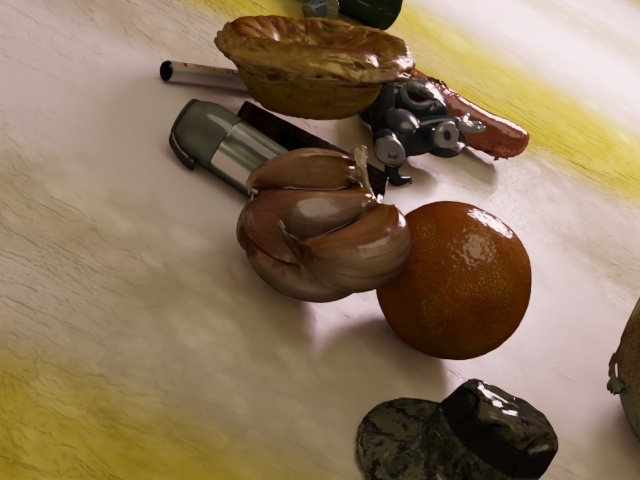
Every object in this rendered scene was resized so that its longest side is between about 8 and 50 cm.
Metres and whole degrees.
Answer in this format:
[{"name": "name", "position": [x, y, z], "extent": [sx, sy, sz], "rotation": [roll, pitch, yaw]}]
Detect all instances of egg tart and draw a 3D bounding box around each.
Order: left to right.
[{"name": "egg tart", "position": [-0.012, -0.238, 1.960], "extent": [0.294, 0.116, 0.295], "rotation": [8, 18, -3]}]

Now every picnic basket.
[{"name": "picnic basket", "position": [0.008, -0.396, 2.382], "extent": [0.083, 0.065, 0.083], "rotation": [-29, 53, -35]}]

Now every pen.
[{"name": "pen", "position": [-0.118, -0.232, 2.021], "extent": [0.269, 0.033, 0.033], "rotation": [2, 40, -42]}]

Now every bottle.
[{"name": "bottle", "position": [-0.077, -0.084, 1.788], "extent": [0.253, 0.079, 0.096], "rotation": [35, 67, 2]}]

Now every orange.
[{"name": "orange", "position": [0.160, 0.045, 1.695], "extent": [0.206, 0.206, 0.206], "rotation": [24, 29, -14]}]

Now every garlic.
[{"name": "garlic", "position": [0.000, 0.000, 1.639], "extent": [0.191, 0.160, 0.214], "rotation": [-15, 51, -22]}]

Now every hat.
[{"name": "hat", "position": [0.175, 0.222, 1.497], "extent": [0.265, 0.128, 0.265], "rotation": [27, 26, -14]}]

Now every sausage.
[{"name": "sausage", "position": [0.186, -0.223, 2.262], "extent": [0.326, 0.079, 0.087], "rotation": [31, 39, 1]}]

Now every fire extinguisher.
[{"name": "fire extinguisher", "position": [-0.010, -0.466, 2.442], "extent": [0.311, 0.095, 0.114], "rotation": [20, 2, -23]}]

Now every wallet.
[{"name": "wallet", "position": [-0.016, -0.111, 1.920], "extent": [0.230, 0.042, 0.124], "rotation": [29, 27, -7]}]

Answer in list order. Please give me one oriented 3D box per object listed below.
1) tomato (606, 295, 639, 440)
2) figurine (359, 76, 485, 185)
[{"name": "tomato", "position": [0.508, 0.174, 1.785], "extent": [0.303, 0.239, 0.303], "rotation": [36, 24, -19]}, {"name": "figurine", "position": [0.140, -0.160, 2.062], "extent": [0.193, 0.140, 0.265], "rotation": [18, 39, -1]}]
